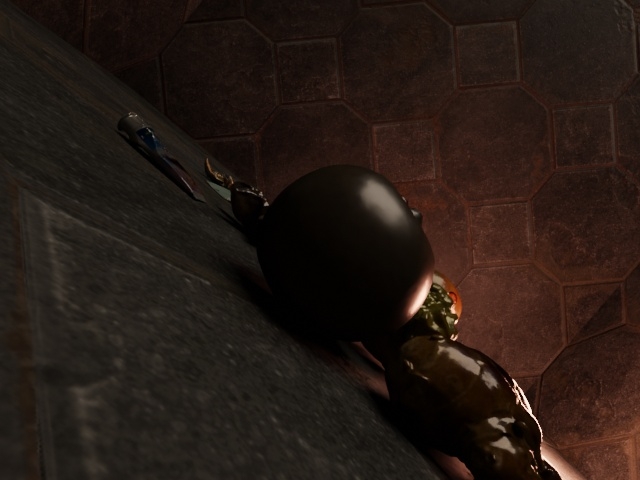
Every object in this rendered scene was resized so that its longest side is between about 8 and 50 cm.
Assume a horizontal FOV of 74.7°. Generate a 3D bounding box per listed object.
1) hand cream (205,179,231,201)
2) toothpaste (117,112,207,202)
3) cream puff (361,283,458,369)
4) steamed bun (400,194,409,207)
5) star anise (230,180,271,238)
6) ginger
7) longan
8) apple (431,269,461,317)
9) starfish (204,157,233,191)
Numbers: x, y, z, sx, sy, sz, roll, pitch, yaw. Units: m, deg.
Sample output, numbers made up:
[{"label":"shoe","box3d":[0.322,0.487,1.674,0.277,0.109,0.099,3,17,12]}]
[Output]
[{"label":"hand cream","box3d":[-0.284,-0.145,1.538,0.109,0.067,0.321,42,7,27]},{"label":"toothpaste","box3d":[-0.371,-0.191,1.001,0.266,0.061,0.096,46,1,2]},{"label":"cream puff","box3d":[0.179,0.171,0.830,0.195,0.220,0.194,0,14,0]},{"label":"steamed bun","box3d":[0.091,0.054,0.996,0.235,0.248,0.379,42,-21,48]},{"label":"star anise","box3d":[-0.128,-0.036,1.119,0.315,0.108,0.315,40,2,-2]},{"label":"ginger","box3d":[0.253,0.273,0.648,0.274,0.152,0.357,41,4,34]},{"label":"longan","box3d":[0.044,0.022,0.690,0.297,0.297,0.297,40,2,-2]},{"label":"apple","box3d":[0.493,0.315,2.098,0.400,0.334,0.400,46,-15,16]},{"label":"starfish","box3d":[-0.382,-0.238,1.637,0.216,0.071,0.238,32,-4,-36]}]
